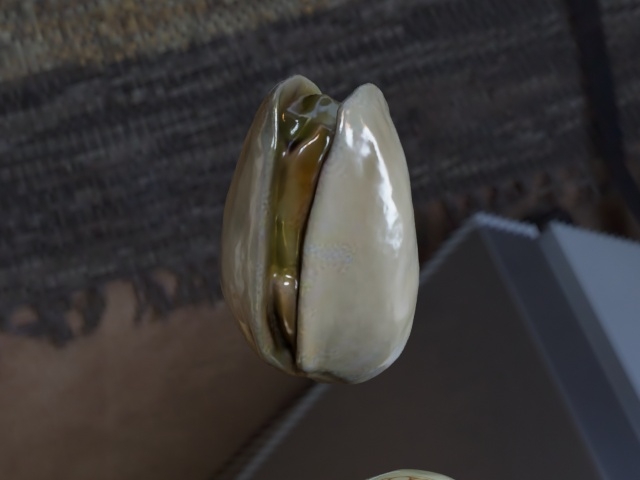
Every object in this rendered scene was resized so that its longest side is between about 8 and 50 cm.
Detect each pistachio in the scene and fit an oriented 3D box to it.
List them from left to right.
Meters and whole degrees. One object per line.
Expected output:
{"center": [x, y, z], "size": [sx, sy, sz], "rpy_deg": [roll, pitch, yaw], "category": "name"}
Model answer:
{"center": [0.000, 0.000, 1.155], "size": [0.126, 0.152, 0.223], "rpy_deg": [13, 132, 20], "category": "pistachio"}

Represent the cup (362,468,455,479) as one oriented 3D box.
{"center": [0.017, 0.286, 1.430], "size": [0.255, 0.173, 0.202], "rpy_deg": [-14, -177, 21], "category": "cup"}
